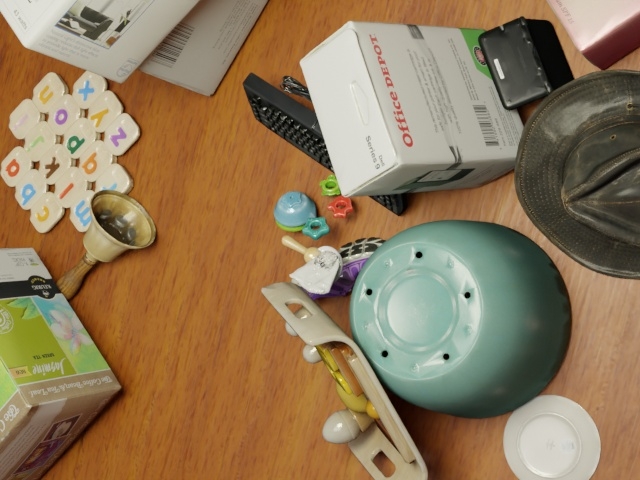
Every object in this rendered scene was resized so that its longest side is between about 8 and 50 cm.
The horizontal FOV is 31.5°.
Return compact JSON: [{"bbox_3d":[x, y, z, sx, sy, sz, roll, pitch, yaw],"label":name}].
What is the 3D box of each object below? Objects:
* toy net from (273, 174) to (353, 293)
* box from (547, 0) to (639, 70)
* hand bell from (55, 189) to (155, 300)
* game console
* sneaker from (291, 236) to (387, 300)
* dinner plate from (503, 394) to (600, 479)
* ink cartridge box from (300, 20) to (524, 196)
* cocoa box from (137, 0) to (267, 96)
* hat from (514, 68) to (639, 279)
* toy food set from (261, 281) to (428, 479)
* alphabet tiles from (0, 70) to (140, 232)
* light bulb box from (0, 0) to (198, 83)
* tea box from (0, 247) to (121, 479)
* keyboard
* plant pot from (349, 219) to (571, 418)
[{"bbox_3d":[0.000,0.000,1.735,0.122,0.045,0.232,-13,48,-1],"label":"toy net"},{"bbox_3d":[0.430,-0.364,1.546,0.232,0.127,0.148,-34,72,21],"label":"box"},{"bbox_3d":[-0.401,0.038,1.963,0.242,0.126,0.126,-47,68,30],"label":"hand bell"},{"bbox_3d":[0.297,-0.251,1.626,0.107,0.071,0.122,-22,77,13],"label":"game console"},{"bbox_3d":[0.040,0.049,1.759,0.170,0.068,0.071,-24,108,18],"label":"sneaker"},{"bbox_3d":[0.326,0.291,1.617,0.141,0.017,0.141,-1,86,25],"label":"dinner plate"},{"bbox_3d":[0.135,-0.182,1.579,0.122,0.289,0.211,-30,72,44],"label":"ink cartridge box"},{"bbox_3d":[-0.222,-0.450,1.817,0.228,0.231,0.347,37,102,24],"label":"cocoa box"},{"bbox_3d":[0.406,-0.064,1.486,0.331,0.134,0.331,10,117,20],"label":"hat"},{"bbox_3d":[0.024,0.215,1.596,0.092,0.220,0.306,-33,114,-8],"label":"toy food set"},{"bbox_3d":[-0.448,-0.159,2.028,0.278,0.021,0.284,-44,70,17],"label":"alphabet tiles"},{"bbox_3d":[-0.316,-0.488,1.610,0.361,0.225,0.358,-43,67,16],"label":"light bulb box"},{"bbox_3d":[-0.574,0.239,1.934,0.329,0.220,0.323,-48,69,25],"label":"tea box"},{"bbox_3d":[0.002,-0.160,1.717,0.317,0.201,0.033,34,68,24],"label":"keyboard"},{"bbox_3d":[0.175,0.103,1.574,0.293,0.235,0.292,-3,82,25],"label":"plant pot"}]
